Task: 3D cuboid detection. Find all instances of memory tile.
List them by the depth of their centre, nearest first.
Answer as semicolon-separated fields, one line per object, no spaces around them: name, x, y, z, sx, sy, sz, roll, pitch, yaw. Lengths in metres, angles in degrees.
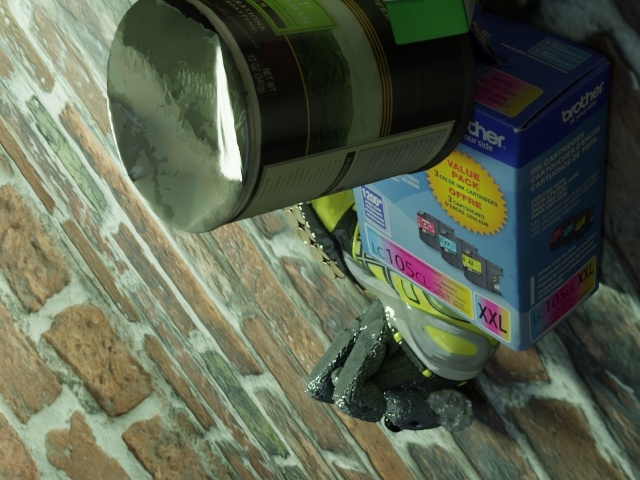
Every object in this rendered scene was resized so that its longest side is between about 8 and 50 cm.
memory tile;0.000;0.000;1.702;0.148;0.012;0.113;55;156;-6

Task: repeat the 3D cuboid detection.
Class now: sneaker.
sneaker;0.119;0.011;1.407;0.384;0.145;0.147;49;125;14

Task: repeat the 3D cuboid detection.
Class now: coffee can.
coffee can;-0.023;-0.133;0.925;0.201;0.275;0.201;20;118;43

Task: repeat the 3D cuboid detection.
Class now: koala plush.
koala plush;0.132;0.223;1.620;0.221;0.203;0.196;37;169;-17

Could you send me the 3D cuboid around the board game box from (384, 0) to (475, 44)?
board game box;0.071;-0.359;0.836;0.064;0.242;0.316;-7;125;19

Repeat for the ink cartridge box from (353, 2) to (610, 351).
ink cartridge box;0.162;-0.104;1.120;0.270;0.151;0.395;33;148;37
